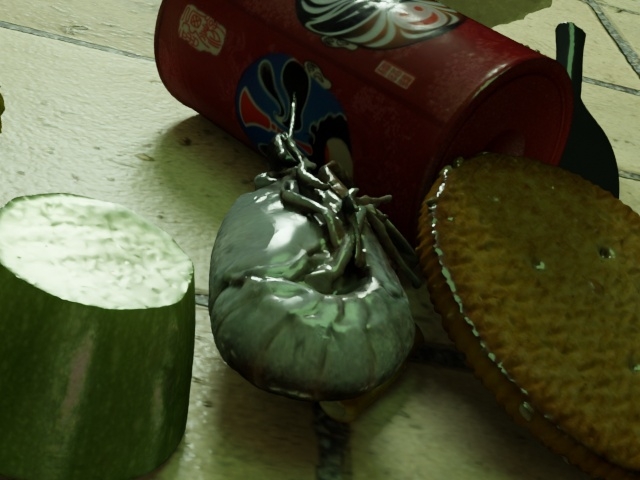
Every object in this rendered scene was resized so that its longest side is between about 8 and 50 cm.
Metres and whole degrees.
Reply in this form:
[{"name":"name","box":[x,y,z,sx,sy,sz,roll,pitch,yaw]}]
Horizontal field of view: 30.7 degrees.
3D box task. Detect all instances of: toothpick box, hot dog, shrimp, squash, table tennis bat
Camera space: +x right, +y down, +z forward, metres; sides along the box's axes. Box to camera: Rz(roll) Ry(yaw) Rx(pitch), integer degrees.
[{"name":"toothpick box","box":[0.031,-0.137,1.039,0.204,0.204,0.333,-14,39,-45]},{"name":"hot dog","box":[0.033,0.085,0.807,0.044,0.028,0.137,47,34,2]},{"name":"shrimp","box":[-0.006,-0.004,0.822,0.145,0.116,0.343,-12,32,2]},{"name":"squash","box":[-0.147,0.056,0.674,0.170,0.122,0.170,18,27,-9]},{"name":"table tennis bat","box":[0.241,-0.109,1.139,0.150,0.027,0.236,22,62,-29]}]

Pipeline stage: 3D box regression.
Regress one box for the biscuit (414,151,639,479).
[{"name":"biscuit","box":[0.194,0.054,0.853,0.305,0.038,0.305,22,41,-20]}]

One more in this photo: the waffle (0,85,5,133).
[{"name":"waffle","box":[-0.374,-0.080,0.854,0.260,0.069,0.293,10,26,-14]}]

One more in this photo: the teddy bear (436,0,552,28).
[{"name":"teddy bear","box":[0.089,-0.396,1.458,0.327,0.376,0.362,49,34,-30]}]

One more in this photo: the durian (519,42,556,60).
[{"name":"durian","box":[0.154,-0.141,1.202,0.183,0.138,0.250,40,40,24]}]

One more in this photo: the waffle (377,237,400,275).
[{"name":"waffle","box":[0.027,0.013,0.940,0.075,0.029,0.083,29,26,17]}]
